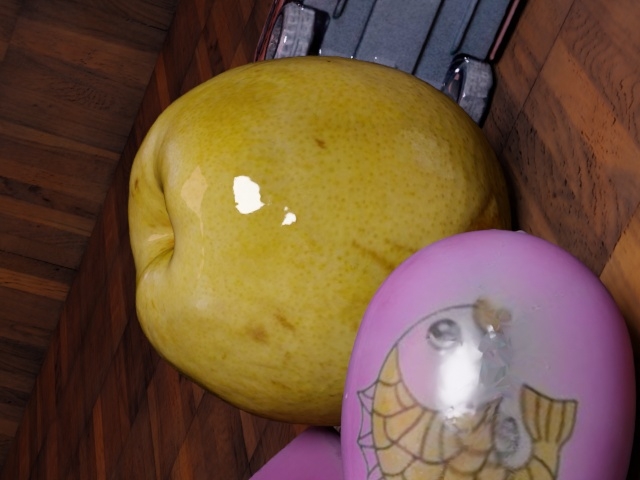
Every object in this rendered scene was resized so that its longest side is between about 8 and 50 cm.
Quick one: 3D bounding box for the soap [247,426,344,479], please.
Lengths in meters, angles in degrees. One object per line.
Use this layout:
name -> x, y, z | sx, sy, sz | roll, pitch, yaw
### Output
soap -> 0.003, 0.269, 1.310 | 0.181, 0.081, 0.259 | -42, 33, -1

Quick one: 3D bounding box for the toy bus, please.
toy bus -> 0.085, -0.280, 1.524 | 0.233, 0.203, 0.427 | -97, 26, -61

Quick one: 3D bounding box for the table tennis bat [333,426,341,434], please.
table tennis bat -> 0.055, 0.091, 1.593 | 0.138, 0.022, 0.246 | -121, 51, -67

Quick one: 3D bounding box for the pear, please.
pear -> 0.000, 0.000, 1.366 | 0.314, 0.314, 0.314 | -164, 90, -72

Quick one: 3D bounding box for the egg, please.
egg -> 0.110, 0.128, 1.120 | 0.196, 0.196, 0.271 | 165, 101, -70
